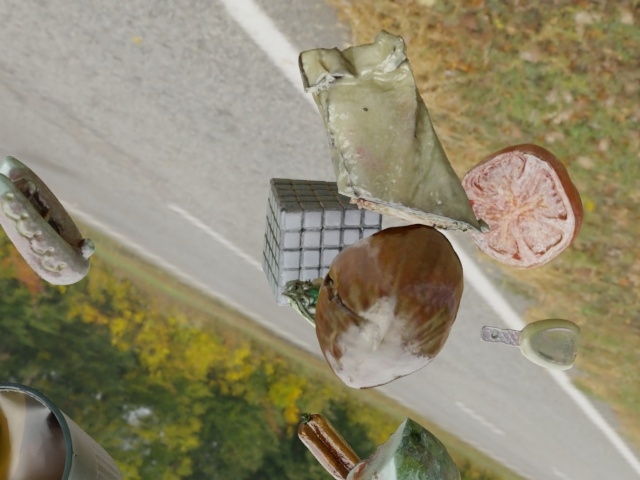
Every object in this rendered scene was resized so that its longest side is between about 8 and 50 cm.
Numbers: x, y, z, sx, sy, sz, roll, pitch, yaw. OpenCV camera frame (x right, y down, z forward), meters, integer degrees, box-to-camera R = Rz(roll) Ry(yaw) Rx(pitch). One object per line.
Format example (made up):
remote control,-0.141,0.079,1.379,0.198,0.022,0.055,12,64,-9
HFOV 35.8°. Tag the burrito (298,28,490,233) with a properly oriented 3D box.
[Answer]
burrito,0.092,-0.135,1.414,0.175,0.348,0.107,-25,172,14

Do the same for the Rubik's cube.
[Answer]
Rubik's cube,0.000,0.000,2.257,0.237,0.238,0.237,1,-162,-10

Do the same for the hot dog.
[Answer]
hot dog,0.021,0.445,2.126,0.188,0.072,0.055,49,-178,11

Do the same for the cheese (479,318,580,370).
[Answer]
cheese,0.387,0.185,1.835,0.192,0.097,0.037,9,-177,-12

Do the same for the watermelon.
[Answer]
watermelon,0.133,0.509,1.835,0.213,0.290,0.320,11,149,29

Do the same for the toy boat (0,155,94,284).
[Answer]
toy boat,-0.441,-0.032,1.590,0.227,0.085,0.155,60,-174,-21

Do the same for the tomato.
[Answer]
tomato,0.368,-0.070,1.785,0.236,0.237,0.095,14,-149,32

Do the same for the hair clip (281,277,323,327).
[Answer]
hair clip,0.007,0.107,1.671,0.138,0.091,0.321,45,175,2

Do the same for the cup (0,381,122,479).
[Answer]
cup,-0.471,0.393,1.507,0.242,0.308,0.292,49,170,25

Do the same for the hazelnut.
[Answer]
hazelnut,0.077,0.078,1.211,0.180,0.212,0.181,-4,-137,-45
